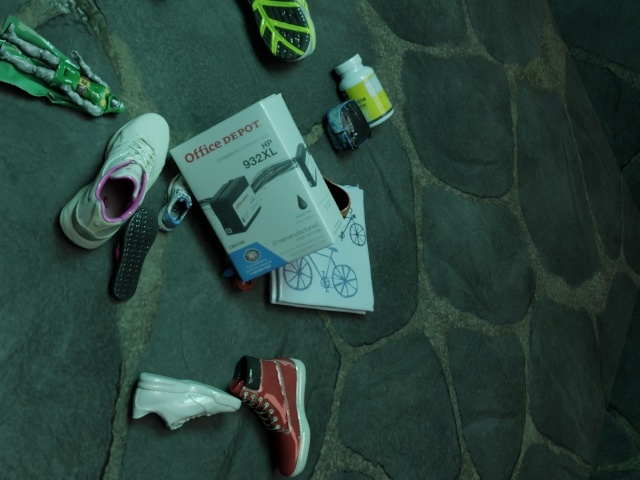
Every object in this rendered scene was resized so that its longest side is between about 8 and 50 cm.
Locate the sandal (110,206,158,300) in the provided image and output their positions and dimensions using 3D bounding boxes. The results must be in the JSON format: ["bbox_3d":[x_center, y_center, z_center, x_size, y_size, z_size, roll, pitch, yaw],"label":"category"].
[{"bbox_3d":[-0.352,0.021,1.114,0.067,0.040,0.179,25,80,-50],"label":"sandal"}]

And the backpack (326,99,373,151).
[{"bbox_3d":[0.066,-0.297,1.561,0.105,0.084,0.114,-43,116,-41],"label":"backpack"}]

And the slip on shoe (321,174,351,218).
[{"bbox_3d":[-0.074,-0.135,1.340,0.331,0.101,0.123,28,62,-14],"label":"slip on shoe"}]

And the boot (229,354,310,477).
[{"bbox_3d":[-0.113,0.363,1.241,0.176,0.088,0.244,14,63,-41],"label":"boot"}]

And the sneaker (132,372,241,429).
[{"bbox_3d":[-0.253,0.313,1.132,0.212,0.080,0.094,21,78,-32],"label":"sneaker"}]

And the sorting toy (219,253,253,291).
[{"bbox_3d":[-0.183,0.065,1.275,0.061,0.042,0.102,-12,77,-60],"label":"sorting toy"}]

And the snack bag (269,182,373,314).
[{"bbox_3d":[0.000,0.000,1.462,0.323,0.037,0.343,11,68,-42],"label":"snack bag"}]

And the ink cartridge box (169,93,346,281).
[{"bbox_3d":[-0.121,-0.105,1.216,0.307,0.223,0.129,62,21,-12],"label":"ink cartridge box"}]

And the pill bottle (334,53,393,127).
[{"bbox_3d":[0.113,-0.400,1.617,0.103,0.103,0.184,-47,113,-40],"label":"pill bottle"}]

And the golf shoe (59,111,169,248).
[{"bbox_3d":[-0.341,-0.121,1.090,0.115,0.140,0.306,39,55,-29],"label":"golf shoe"}]

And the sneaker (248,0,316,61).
[{"bbox_3d":[-0.125,-0.603,1.438,0.147,0.145,0.385,-31,101,-75],"label":"sneaker"}]

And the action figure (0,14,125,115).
[{"bbox_3d":[-0.454,-0.290,1.075,0.232,0.063,0.137,28,59,-41],"label":"action figure"}]

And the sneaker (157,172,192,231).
[{"bbox_3d":[-0.276,-0.080,1.198,0.052,0.058,0.135,33,59,-35],"label":"sneaker"}]
